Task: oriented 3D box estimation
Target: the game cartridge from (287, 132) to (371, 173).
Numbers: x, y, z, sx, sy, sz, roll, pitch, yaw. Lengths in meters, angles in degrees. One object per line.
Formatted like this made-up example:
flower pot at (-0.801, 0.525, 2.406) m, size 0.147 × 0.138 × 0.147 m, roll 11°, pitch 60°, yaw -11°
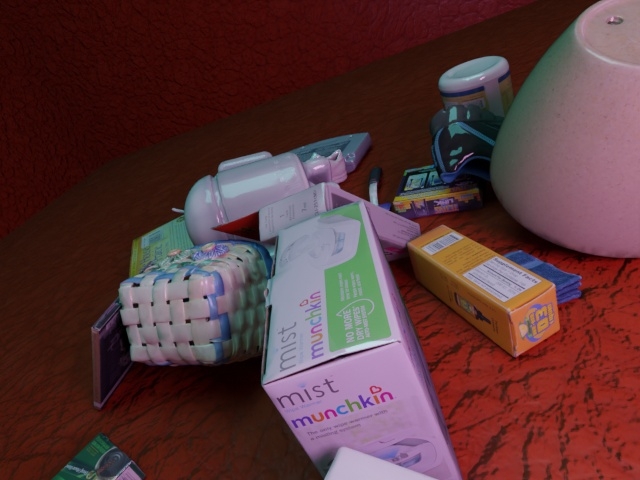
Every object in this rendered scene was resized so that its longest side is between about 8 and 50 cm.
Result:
game cartridge at (0.001, -0.246, 1.378) m, size 0.294 × 0.060 × 0.196 m, roll -6°, pitch 36°, yaw 31°

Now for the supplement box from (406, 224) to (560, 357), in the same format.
supplement box at (0.217, 0.059, 0.645) m, size 0.080 × 0.078 × 0.233 m, roll -25°, pitch 28°, yaw -9°

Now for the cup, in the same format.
cup at (0.408, -0.177, 0.614) m, size 0.331 × 0.237 × 0.331 m, roll -8°, pitch 53°, yaw 11°

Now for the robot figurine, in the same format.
robot figurine at (-0.133, -0.066, 0.977) m, size 0.353 × 0.200 × 0.300 m, roll -18°, pitch 57°, yaw -5°

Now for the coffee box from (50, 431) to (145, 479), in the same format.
coffee box at (-0.335, 0.355, 0.601) m, size 0.113 × 0.040 × 0.184 m, roll 6°, pitch 40°, yaw 44°

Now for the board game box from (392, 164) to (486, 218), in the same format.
board game box at (0.249, -0.109, 0.944) m, size 0.170 × 0.048 × 0.141 m, roll -7°, pitch 34°, yaw 29°

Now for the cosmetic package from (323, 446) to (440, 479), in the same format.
cosmetic package at (0.110, 0.246, 0.326) m, size 0.231 × 0.117 × 0.085 m, roll 4°, pitch 37°, yaw 29°

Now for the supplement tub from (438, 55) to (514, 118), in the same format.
supplement tub at (0.349, -0.279, 0.997) m, size 0.144 × 0.200 × 0.144 m, roll -18°, pitch 28°, yaw 10°

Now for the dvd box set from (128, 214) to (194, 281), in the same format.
dvd box set at (-0.292, -0.020, 1.204) m, size 0.420 × 0.062 × 0.307 m, roll -28°, pitch 28°, yaw -8°

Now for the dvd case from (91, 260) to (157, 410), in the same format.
dvd case at (-0.336, 0.163, 0.786) m, size 0.018 × 0.221 × 0.164 m, roll 21°, pitch 37°, yaw 1°

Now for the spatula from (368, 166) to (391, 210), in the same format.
spatula at (0.126, -0.115, 1.071) m, size 0.084 × 0.030 × 0.296 m, roll -14°, pitch 29°, yaw 18°

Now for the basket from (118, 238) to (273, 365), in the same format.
basket at (-0.154, 0.099, 0.765) m, size 0.254 × 0.201 × 0.289 m, roll -8°, pitch -2°, yaw 26°

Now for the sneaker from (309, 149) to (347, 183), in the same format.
sneaker at (-0.021, -0.176, 1.181) m, size 0.212 × 0.094 × 0.080 m, roll -29°, pitch 38°, yaw -34°

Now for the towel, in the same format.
towel at (0.295, 0.049, 0.639) m, size 0.067 × 0.029 × 0.119 m, roll -18°, pitch 26°, yaw -14°

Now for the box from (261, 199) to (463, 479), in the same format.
box at (0.042, 0.121, 0.510) m, size 0.126 × 0.231 × 0.262 m, roll -20°, pitch 27°, yaw 9°

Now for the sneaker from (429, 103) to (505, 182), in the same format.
sneaker at (0.375, -0.162, 0.850) m, size 0.340 × 0.125 × 0.140 m, roll 2°, pitch 68°, yaw 7°

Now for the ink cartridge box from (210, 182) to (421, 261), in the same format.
ink cartridge box at (0.000, 0.000, 0.752) m, size 0.239 × 0.275 × 0.060 m, roll -18°, pitch 69°, yaw 35°
